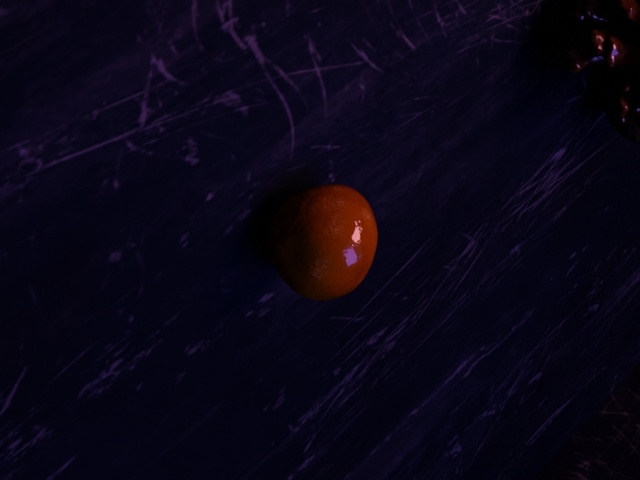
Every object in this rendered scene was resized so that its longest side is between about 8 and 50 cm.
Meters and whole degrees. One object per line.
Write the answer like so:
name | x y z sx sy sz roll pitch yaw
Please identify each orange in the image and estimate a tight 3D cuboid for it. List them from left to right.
orange | 0.000 0.000 1.467 0.136 0.159 0.159 18 108 -18

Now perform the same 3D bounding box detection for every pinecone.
pinecone | 0.548 -0.319 1.768 0.384 0.384 0.384 -36 144 -31

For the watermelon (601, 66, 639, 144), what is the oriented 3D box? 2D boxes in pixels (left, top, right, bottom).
watermelon | 0.616 -0.275 2.029 0.212 0.212 0.212 -36 144 -31
